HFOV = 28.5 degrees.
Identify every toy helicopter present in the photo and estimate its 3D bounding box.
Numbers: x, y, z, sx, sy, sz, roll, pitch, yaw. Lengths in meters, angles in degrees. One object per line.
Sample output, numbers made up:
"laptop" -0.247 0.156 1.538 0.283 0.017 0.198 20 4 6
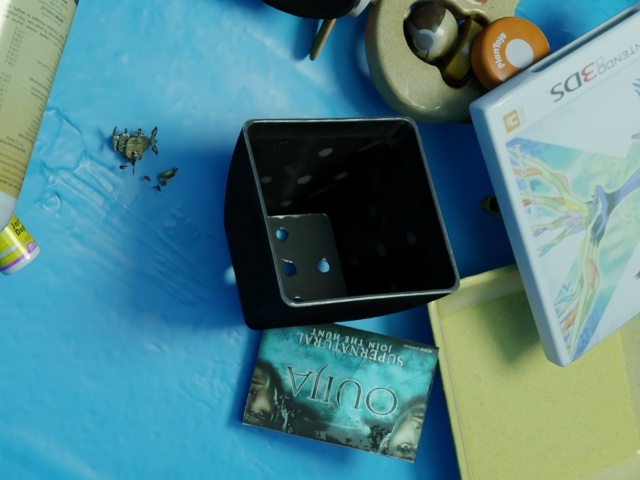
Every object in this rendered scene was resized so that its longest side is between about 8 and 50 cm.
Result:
"toy helicopter" 0.108 -0.300 1.352 0.235 0.140 0.355 2 80 -17

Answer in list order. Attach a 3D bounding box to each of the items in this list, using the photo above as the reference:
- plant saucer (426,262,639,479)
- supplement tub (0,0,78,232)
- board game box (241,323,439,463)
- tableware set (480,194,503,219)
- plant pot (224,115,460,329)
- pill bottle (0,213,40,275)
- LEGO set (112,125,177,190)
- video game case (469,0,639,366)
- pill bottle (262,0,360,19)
"plant saucer" 0.271 0.173 1.455 0.333 0.081 0.333 -15 98 -26
"supplement tub" -0.346 -0.129 1.056 0.228 0.228 0.316 19 84 -26
"board game box" 0.021 0.152 1.319 0.186 0.026 0.126 13 86 -1
"tableware set" 0.232 -0.095 1.457 0.104 0.024 0.154 32 79 -23
"plant pot" 0.000 0.000 1.247 0.187 0.167 0.188 -4 68 -26
"pill bottle" -0.304 -0.011 1.183 0.043 0.043 0.083 -40 109 -19
"LEGO set" -0.181 -0.086 1.258 0.054 0.023 0.083 -33 119 -19
"video game case" 0.324 -0.071 1.361 0.300 0.036 0.329 -32 120 -19
"pill bottle" 0.006 -0.342 1.257 0.123 0.123 0.219 24 68 -25
